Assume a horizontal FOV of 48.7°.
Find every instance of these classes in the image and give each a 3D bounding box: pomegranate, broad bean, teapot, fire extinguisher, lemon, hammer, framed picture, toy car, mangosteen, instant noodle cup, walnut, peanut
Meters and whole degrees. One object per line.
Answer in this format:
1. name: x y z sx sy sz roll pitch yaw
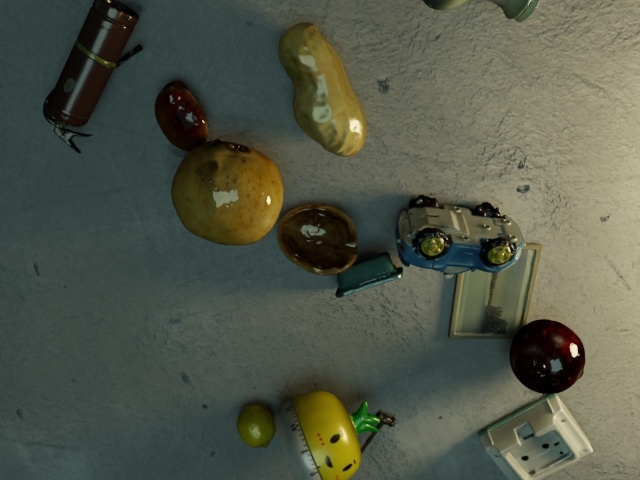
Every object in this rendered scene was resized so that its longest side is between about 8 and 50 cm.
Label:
1. pomegranate: -0.208 -0.106 1.614 0.260 0.260 0.261 -1 116 -1
2. broad bean: -0.315 -0.278 1.613 0.114 0.084 0.165 -7 123 33
3. teapot: 0.333 -0.547 1.467 0.250 0.183 0.184 14 115 -19
4. fire extinguisher: -0.504 -0.358 1.557 0.141 0.105 0.341 28 109 -13
5. lemon: -0.179 0.524 1.987 0.109 0.109 0.133 -26 99 10
6. hammer: 0.126 0.620 2.090 0.058 0.029 0.292 26 114 -11
7. framed picture: 0.458 0.137 1.872 0.213 0.016 0.289 2 115 -3
8. toy car: 0.334 0.007 1.715 0.314 0.198 0.166 6 125 -5
9. mangosteen: 0.598 0.301 1.856 0.209 0.210 0.210 -1 116 -1
10. instant noodle cup: 0.116 0.081 1.773 0.179 0.157 0.070 -18 92 6
11. walnut: -0.001 0.000 1.742 0.211 0.087 0.167 24 84 11
12. peanut: 0.000 -0.323 1.573 0.147 0.148 0.319 -23 117 9

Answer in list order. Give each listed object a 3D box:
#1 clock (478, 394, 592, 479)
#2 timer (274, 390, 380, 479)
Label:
1. clock: 0.629 0.599 2.046 0.262 0.116 0.231 -32 113 14
2. timer: 0.033 0.524 1.919 0.285 0.285 0.285 -1 116 -1
